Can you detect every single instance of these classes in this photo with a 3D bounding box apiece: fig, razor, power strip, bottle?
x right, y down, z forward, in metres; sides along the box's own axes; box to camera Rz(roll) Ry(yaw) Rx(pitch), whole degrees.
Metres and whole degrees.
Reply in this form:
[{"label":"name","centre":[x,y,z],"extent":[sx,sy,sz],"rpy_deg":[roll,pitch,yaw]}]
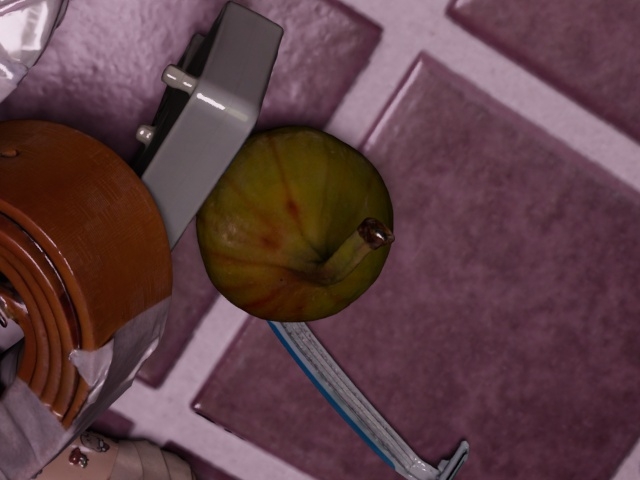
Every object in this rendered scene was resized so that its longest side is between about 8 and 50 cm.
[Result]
[{"label":"fig","centre":[0.000,0.000,0.880],"extent":[0.124,0.236,0.124],"rpy_deg":[-3,100,-15]},{"label":"razor","centre":[0.019,0.102,1.011],"extent":[0.191,0.037,0.068],"rpy_deg":[48,52,-12]},{"label":"power strip","centre":[-0.088,-0.061,0.902],"extent":[0.061,0.145,0.216],"rpy_deg":[28,134,-12]},{"label":"bottle","centre":[-0.137,0.171,0.980],"extent":[0.152,0.099,0.099],"rpy_deg":[17,102,-13]}]

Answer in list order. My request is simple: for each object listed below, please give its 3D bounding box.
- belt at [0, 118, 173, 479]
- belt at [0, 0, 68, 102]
[{"label":"belt","centre":[-0.197,0.044,0.870],"extent":[0.261,0.105,0.184],"rpy_deg":[-27,103,38]},{"label":"belt","centre":[-0.316,-0.144,0.864],"extent":[0.346,0.117,0.212],"rpy_deg":[-11,104,-4]}]
